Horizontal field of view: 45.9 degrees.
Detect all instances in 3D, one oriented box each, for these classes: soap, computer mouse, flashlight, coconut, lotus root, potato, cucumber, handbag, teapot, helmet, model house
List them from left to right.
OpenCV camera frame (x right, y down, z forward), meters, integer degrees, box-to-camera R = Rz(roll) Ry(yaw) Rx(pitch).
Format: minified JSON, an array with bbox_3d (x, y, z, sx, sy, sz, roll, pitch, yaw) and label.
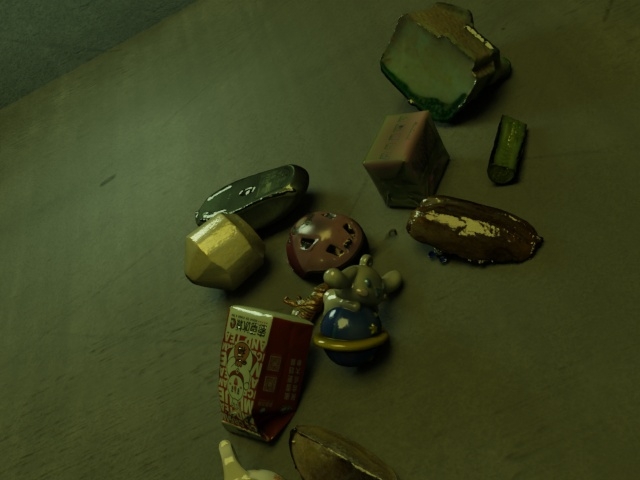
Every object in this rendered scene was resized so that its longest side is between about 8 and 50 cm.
[{"bbox_3d":[-0.270,0.040,2.064,0.222,0.202,0.202,-39,42,-11],"label":"coconut"},{"bbox_3d":[-0.149,0.547,1.536,0.204,0.139,0.298,-29,38,-8],"label":"teapot"},{"bbox_3d":[-0.190,-0.104,2.216,0.374,0.114,0.203,-16,38,23],"label":"computer mouse"},{"bbox_3d":[-0.141,0.311,1.761,0.171,0.151,0.298,7,83,45],"label":"handbag"},{"bbox_3d":[0.000,0.000,1.980,0.253,0.154,0.198,22,65,38],"label":"helmet"},{"bbox_3d":[0.054,0.478,1.551,0.261,0.100,0.120,24,104,29],"label":"potato"},{"bbox_3d":[0.230,-0.214,2.013,0.139,0.182,0.199,4,52,35],"label":"soap"},{"bbox_3d":[0.317,0.002,1.862,0.121,0.035,0.057,-48,43,-16],"label":"flashlight"},{"bbox_3d":[0.385,-0.532,2.199,0.284,0.243,0.298,-33,71,-36],"label":"model house"},{"bbox_3d":[0.362,-0.037,1.808,0.330,0.078,0.167,14,59,27],"label":"lotus root"},{"bbox_3d":[0.486,-0.237,1.976,0.078,0.062,0.211,19,49,4],"label":"cucumber"}]

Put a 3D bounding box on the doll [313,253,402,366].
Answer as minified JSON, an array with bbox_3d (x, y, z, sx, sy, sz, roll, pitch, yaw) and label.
[{"bbox_3d":[0.084,0.159,1.759,0.160,0.242,0.311,-11,4,37],"label":"doll"}]

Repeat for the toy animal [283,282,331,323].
[{"bbox_3d":[-0.058,0.191,1.897,0.099,0.056,0.241,12,57,38],"label":"toy animal"}]
